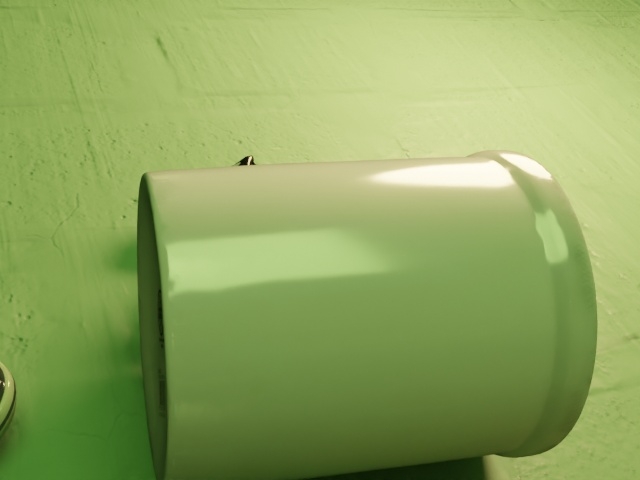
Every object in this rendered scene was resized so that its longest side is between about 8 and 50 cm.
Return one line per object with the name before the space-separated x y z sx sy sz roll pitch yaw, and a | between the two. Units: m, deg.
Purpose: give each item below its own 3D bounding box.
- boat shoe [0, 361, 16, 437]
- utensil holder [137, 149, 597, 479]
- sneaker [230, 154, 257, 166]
boat shoe | -0.533 0.147 0.731 0.500 0.156 0.187 0 39 -17
utensil holder | 0.020 0.072 0.846 0.385 0.328 0.328 -2 41 -16
sneaker | 0.000 0.000 1.036 0.302 0.121 0.108 26 41 -17
